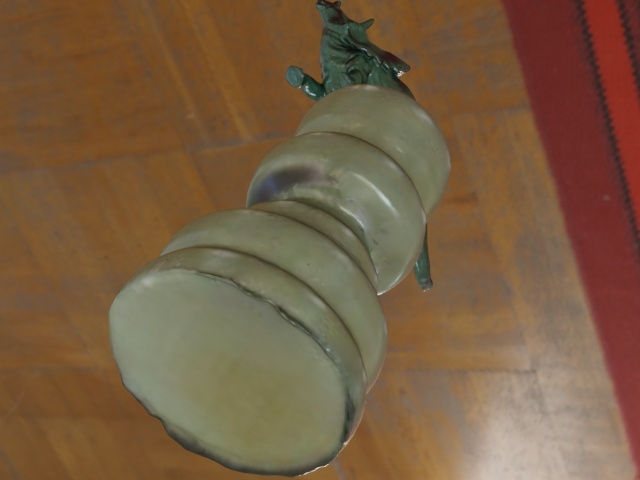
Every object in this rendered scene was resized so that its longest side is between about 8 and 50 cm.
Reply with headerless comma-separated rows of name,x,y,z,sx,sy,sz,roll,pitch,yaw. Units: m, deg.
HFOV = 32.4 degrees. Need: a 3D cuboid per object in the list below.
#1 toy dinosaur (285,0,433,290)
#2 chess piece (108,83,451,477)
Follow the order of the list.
toy dinosaur,0.047,-0.100,1.035,0.079,0.120,0.292,-30,65,45
chess piece,0.000,0.000,0.609,0.133,0.243,0.133,14,130,18
